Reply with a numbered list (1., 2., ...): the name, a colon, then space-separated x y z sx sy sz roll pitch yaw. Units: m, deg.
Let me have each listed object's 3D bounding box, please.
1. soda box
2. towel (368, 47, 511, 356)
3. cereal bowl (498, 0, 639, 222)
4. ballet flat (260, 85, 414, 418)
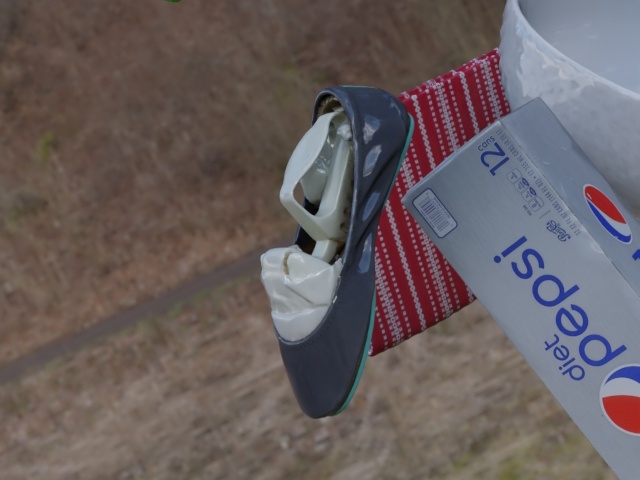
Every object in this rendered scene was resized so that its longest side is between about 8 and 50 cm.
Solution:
1. soda box: 0.185 0.049 0.983 0.091 0.286 0.098 -40 -3 27
2. towel: 0.112 -0.042 1.319 0.275 0.198 0.031 -28 16 -34
3. cereal bowl: 0.295 -0.096 1.142 0.339 0.141 0.339 7 31 -4
4. ballet flat: 0.000 0.000 0.885 0.074 0.203 0.074 13 -14 3
